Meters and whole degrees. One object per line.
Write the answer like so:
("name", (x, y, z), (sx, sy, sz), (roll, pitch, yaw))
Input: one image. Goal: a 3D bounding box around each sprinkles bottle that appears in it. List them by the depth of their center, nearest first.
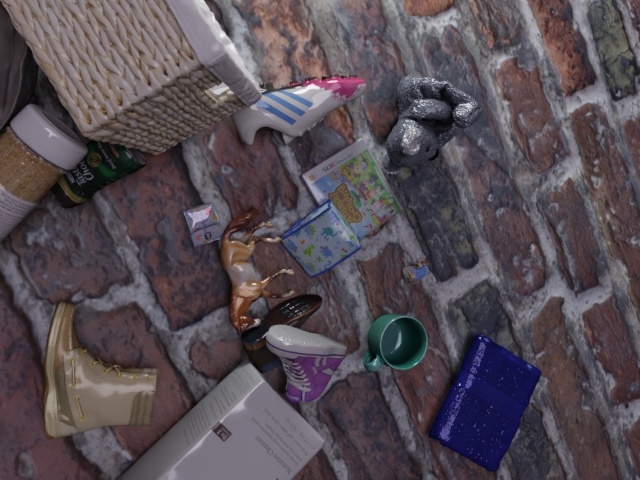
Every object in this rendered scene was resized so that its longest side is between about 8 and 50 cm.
("sprinkles bottle", (-0.575, -0.072, 0.871), (0.121, 0.121, 0.355), (44, 90, -15))

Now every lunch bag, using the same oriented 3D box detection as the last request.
("lunch bag", (-0.254, -0.034, 1.083), (0.071, 0.053, 0.083), (-19, 104, -20))
("lunch bag", (0.000, 0.000, 1.162), (0.151, 0.096, 0.128), (-37, 103, 11))

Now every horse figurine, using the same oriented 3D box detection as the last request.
("horse figurine", (-0.155, 0.058, 1.113), (0.175, 0.066, 0.263), (-20, 97, -26))

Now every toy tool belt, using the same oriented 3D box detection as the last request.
("toy tool belt", (0.255, 0.077, 1.281), (0.083, 0.051, 0.052), (-28, 99, -20))

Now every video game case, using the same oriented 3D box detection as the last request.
("video game case", (0.080, -0.116, 1.232), (0.193, 0.023, 0.212), (-34, 101, -19))

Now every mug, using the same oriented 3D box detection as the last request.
("mug", (0.169, 0.244, 1.217), (0.158, 0.097, 0.129), (-1, 89, -21))

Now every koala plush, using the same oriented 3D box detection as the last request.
("koala plush", (0.235, -0.268, 1.222), (0.203, 0.196, 0.221), (35, 77, -5))

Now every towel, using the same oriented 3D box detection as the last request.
("towel", (0.439, 0.431, 1.337), (0.228, 0.076, 0.308), (32, 78, -10))

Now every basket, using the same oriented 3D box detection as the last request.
("basket", (-0.313, -0.352, 0.881), (0.267, 0.328, 0.331), (-32, 91, 5))

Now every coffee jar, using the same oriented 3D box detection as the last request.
("coffee jar", (-0.441, -0.141, 0.967), (0.185, 0.079, 0.096), (-30, 99, 7))

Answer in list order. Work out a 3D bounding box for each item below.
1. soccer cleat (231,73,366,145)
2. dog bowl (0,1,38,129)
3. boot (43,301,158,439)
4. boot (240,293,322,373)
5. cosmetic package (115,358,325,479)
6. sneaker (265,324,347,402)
("soccer cleat", (-0.046, -0.301, 1.154), (0.332, 0.116, 0.143), (-14, 109, -19))
("dog bowl", (-0.651, -0.324, 0.836), (0.349, 0.102, 0.348), (0, 110, 1))
("boot", (-0.427, 0.248, 0.981), (0.204, 0.095, 0.261), (1, 90, -21))
("boot", (-0.080, 0.211, 1.148), (0.219, 0.082, 0.106), (-28, 124, -29))
("cosmetic package", (-0.213, 0.462, 1.014), (0.385, 0.156, 0.217), (-45, 108, -15))
("sneaker", (-0.044, 0.279, 1.074), (0.282, 0.102, 0.161), (32, 85, -55))
